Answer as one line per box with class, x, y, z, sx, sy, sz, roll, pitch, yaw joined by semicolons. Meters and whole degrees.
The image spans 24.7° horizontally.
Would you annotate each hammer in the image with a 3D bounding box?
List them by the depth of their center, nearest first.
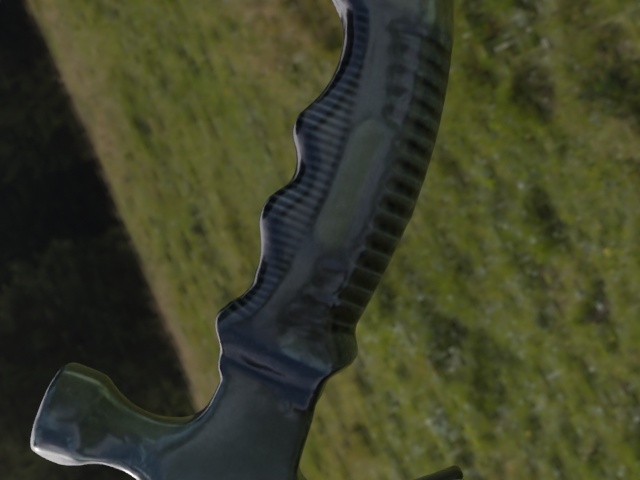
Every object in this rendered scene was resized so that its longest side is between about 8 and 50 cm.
hammer;0.000;0.000;0.547;0.041;0.159;0.226;118;170;-89
